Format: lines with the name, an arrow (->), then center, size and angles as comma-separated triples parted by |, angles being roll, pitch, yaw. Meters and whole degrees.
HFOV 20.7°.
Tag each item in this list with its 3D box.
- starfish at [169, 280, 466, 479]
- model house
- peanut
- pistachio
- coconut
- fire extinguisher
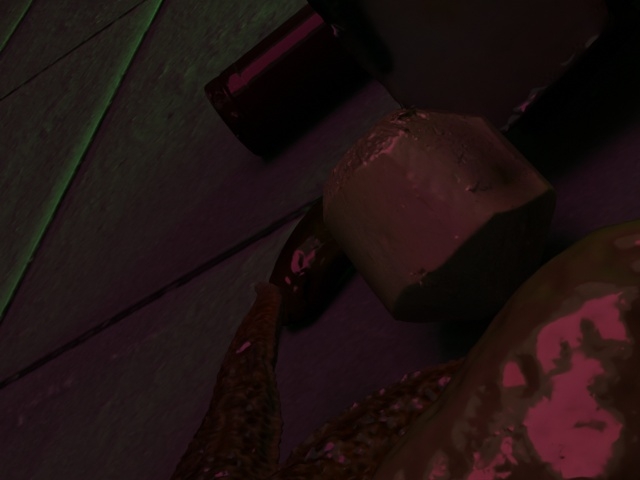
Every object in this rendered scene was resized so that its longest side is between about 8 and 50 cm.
starfish -> -0.022, 0.188, 1.094 | 0.398, 0.132, 0.384 | -6, 36, 50
model house -> 0.167, -0.242, 1.418 | 0.298, 0.243, 0.284 | -46, -13, 17
peanut -> 0.116, 0.150, 0.865 | 0.387, 0.169, 0.192 | -51, 38, -9
pistachio -> 0.000, 0.000, 1.487 | 0.089, 0.049, 0.173 | -23, 29, 38
coconut -> 0.089, -0.011, 1.242 | 0.147, 0.153, 0.147 | -33, -20, -14
fire extinguisher -> 0.010, -0.206, 1.782 | 0.269, 0.105, 0.105 | -37, 22, 8
